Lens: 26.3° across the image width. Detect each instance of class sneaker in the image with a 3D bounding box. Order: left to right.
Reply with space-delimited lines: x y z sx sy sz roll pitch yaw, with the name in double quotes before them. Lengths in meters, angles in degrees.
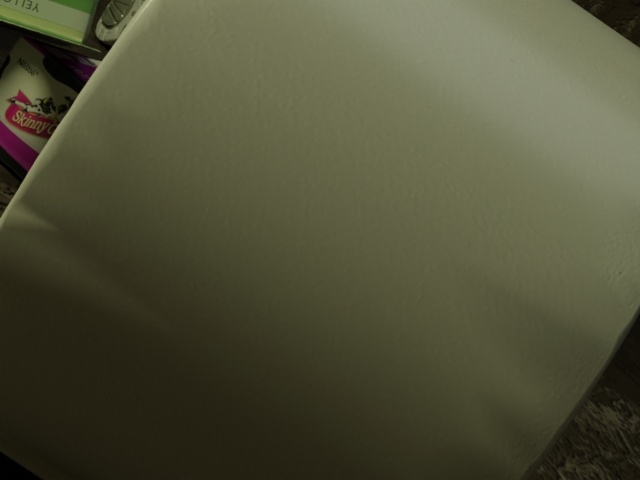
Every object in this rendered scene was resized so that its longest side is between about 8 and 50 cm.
"sneaker" -0.121 -0.168 1.233 0.115 0.090 0.232 32 12 -30

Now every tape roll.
"tape roll" 0.000 0.000 0.498 0.169 0.246 0.246 34 12 -3

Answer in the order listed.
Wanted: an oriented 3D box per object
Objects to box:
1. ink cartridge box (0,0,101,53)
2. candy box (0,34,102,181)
"ink cartridge box" -0.215 -0.161 0.811 0.171 0.056 0.235 16 2 -17
"candy box" -0.082 -0.039 0.853 0.159 0.071 0.233 38 12 21
